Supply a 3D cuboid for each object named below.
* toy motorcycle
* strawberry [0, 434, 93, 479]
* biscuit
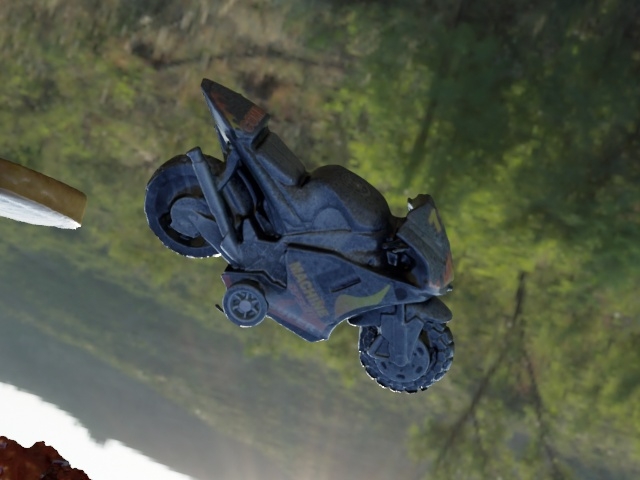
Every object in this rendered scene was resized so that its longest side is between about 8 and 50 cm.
[{"bbox_3d":[0.000,0.000,0.985,0.307,0.173,0.108,34,-154,-2],"label":"toy motorcycle"},{"bbox_3d":[-0.243,0.190,0.812,0.188,0.121,0.082,11,133,-1],"label":"strawberry"},{"bbox_3d":[-0.422,-0.077,1.319,0.351,0.057,0.312,14,172,38],"label":"biscuit"}]
